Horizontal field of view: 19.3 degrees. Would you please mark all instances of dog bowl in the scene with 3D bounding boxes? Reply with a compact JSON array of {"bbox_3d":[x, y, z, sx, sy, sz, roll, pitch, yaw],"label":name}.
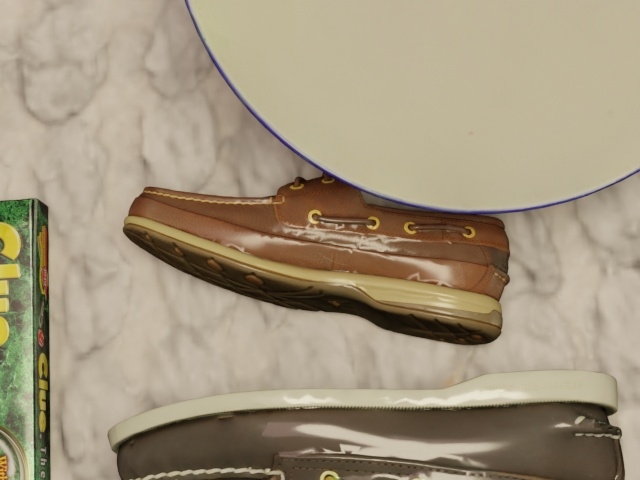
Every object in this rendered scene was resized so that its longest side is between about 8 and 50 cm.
[{"bbox_3d":[0.066,-0.147,0.804,0.265,0.104,0.265,0,102,-1],"label":"dog bowl"}]

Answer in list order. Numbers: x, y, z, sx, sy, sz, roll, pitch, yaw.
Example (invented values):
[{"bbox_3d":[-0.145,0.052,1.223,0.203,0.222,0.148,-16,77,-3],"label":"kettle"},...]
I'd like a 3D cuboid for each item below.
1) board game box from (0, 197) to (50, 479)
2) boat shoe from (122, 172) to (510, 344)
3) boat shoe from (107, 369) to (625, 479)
[{"bbox_3d":[-0.193,0.112,0.878,0.136,0.030,0.260,-3,80,9],"label":"board game box"},{"bbox_3d":[0.000,0.000,0.858,0.178,0.064,0.060,13,77,3],"label":"boat shoe"},{"bbox_3d":[0.019,0.101,0.825,0.227,0.081,0.069,-5,76,4],"label":"boat shoe"}]
